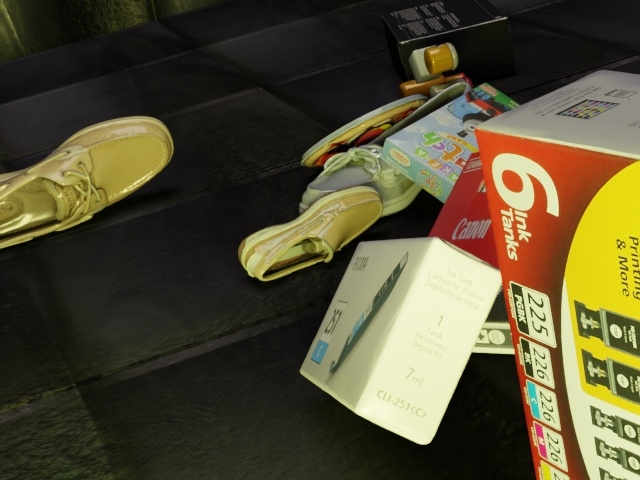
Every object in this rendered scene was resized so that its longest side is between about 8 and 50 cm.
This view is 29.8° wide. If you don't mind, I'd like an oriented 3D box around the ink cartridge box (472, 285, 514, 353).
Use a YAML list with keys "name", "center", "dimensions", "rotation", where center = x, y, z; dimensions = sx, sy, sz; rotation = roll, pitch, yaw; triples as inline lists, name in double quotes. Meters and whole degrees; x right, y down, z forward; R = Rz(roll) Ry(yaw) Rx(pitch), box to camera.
- name: "ink cartridge box"
  center: [0.206, 0.048, 1.202]
  dimensions: [0.208, 0.045, 0.206]
  rotation: [-1, 25, 30]

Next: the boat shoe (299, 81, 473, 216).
- name: "boat shoe"
  center: [0.095, -0.111, 1.577]
  dimensions: [0.320, 0.103, 0.118]
  rotation: [-27, 25, -32]

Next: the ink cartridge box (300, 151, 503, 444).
- name: "ink cartridge box"
  center: [0.084, 0.018, 0.985]
  dimensions: [0.066, 0.261, 0.296]
  rotation: [27, -5, -8]

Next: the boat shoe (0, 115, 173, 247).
- name: "boat shoe"
  center: [-0.365, -0.070, 1.739]
  dimensions: [0.341, 0.121, 0.110]
  rotation: [-26, 28, -6]

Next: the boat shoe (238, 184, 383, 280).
- name: "boat shoe"
  center: [0.000, 0.000, 1.428]
  dimensions: [0.190, 0.068, 0.072]
  rotation: [-29, 37, -12]

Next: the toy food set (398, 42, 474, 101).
- name: "toy food set"
  center: [0.195, -0.227, 1.775]
  dimensions: [0.105, 0.111, 0.232]
  rotation: [-16, -9, -9]

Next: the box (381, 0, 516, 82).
- name: "box"
  center: [0.218, -0.346, 2.088]
  dimensions: [0.184, 0.103, 0.261]
  rotation: [-15, 21, 2]

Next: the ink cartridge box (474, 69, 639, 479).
- name: "ink cartridge box"
  center: [0.255, 0.065, 0.770]
  dimensions: [0.130, 0.309, 0.272]
  rotation: [-25, 24, -28]

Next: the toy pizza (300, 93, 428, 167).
- name: "toy pizza"
  center: [0.066, -0.145, 1.688]
  dimensions: [0.201, 0.032, 0.201]
  rotation: [-27, -4, -2]

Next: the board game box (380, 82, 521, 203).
- name: "board game box"
  center: [0.203, -0.112, 1.509]
  dimensions: [0.160, 0.039, 0.211]
  rotation: [37, 48, 23]
